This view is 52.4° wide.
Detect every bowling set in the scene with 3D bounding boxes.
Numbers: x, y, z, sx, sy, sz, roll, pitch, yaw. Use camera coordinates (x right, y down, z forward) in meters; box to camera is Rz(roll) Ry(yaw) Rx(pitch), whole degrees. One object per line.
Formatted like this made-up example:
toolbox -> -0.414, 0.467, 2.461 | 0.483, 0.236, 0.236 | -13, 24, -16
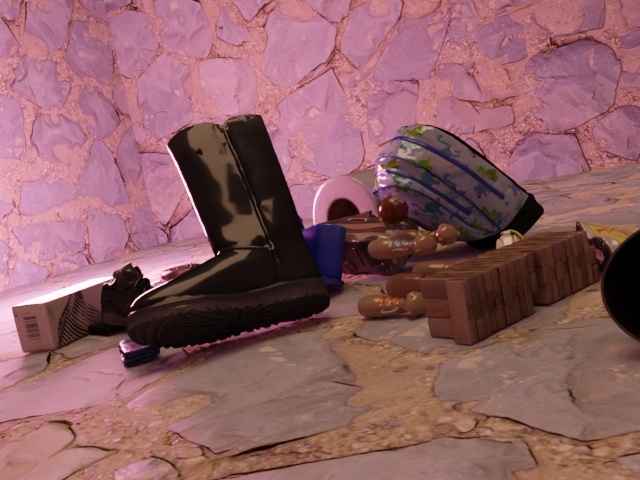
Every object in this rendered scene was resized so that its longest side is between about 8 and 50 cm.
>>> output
bowling set -> 0.178, 0.016, 1.159 | 0.154, 0.199, 0.287 | -6, 12, 35

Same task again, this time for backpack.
backpack -> 0.301, -0.129, 1.572 | 0.273, 0.355, 0.290 | -42, 11, -8

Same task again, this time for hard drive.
hard drive -> -0.453, 0.188, 1.502 | 0.094, 0.022, 0.135 | -5, 9, 45

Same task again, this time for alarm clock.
alarm clock -> -0.444, 0.110, 2.043 | 0.129, 0.064, 0.192 | -17, 5, -43

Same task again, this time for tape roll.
tape roll -> 0.121, -0.067, 1.752 | 0.169, 0.245, 0.246 | -16, 8, -43

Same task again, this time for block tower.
block tower -> 0.291, 0.061, 0.988 | 0.336, 0.090, 0.097 | -16, 7, -38

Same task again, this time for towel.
towel -> -0.325, 0.196, 1.167 | 0.067, 0.029, 0.119 | -14, 6, -19

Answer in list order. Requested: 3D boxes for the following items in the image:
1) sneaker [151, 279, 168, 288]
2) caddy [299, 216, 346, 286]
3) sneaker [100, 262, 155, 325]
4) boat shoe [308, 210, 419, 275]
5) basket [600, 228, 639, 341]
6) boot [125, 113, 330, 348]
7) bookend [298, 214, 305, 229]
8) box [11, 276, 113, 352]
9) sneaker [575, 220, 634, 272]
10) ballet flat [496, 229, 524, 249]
sneaker -> -0.417, 0.140, 1.708 | 0.167, 0.064, 0.076 | -9, 10, 34
caddy -> -0.088, 0.044, 1.471 | 0.242, 0.179, 0.341 | 13, -7, -30
sneaker -> -0.378, 0.121, 1.415 | 0.228, 0.130, 0.087 | 4, 17, 17
boat shoe -> 0.103, 0.002, 1.582 | 0.130, 0.132, 0.356 | -40, 29, -27
basket -> 0.446, 0.030, 0.746 | 0.205, 0.154, 0.227 | -10, 2, 31
boot -> -0.215, -0.040, 1.227 | 0.367, 0.444, 0.146 | -7, -30, -26
bookend -> -0.128, -0.018, 1.959 | 0.156, 0.072, 0.157 | -22, -2, 2
box -> -0.576, 0.167, 1.522 | 0.094, 0.113, 0.275 | -9, 8, 20
sneaker -> 0.507, 0.014, 1.134 | 0.094, 0.081, 0.208 | -4, 13, 4
ballet flat -> 0.366, 0.022, 1.255 | 0.077, 0.077, 0.231 | -9, 7, 18
